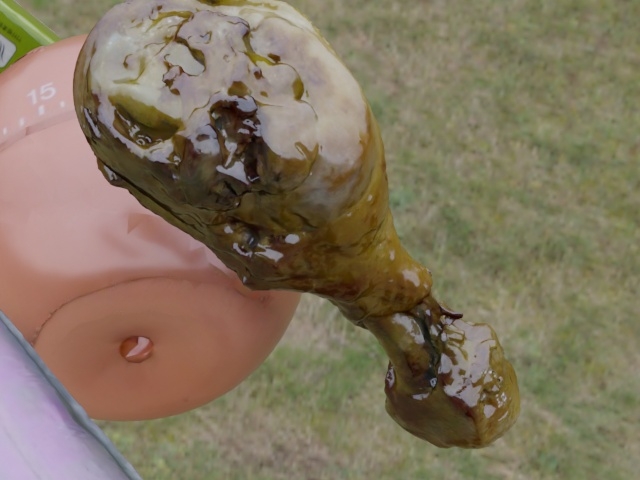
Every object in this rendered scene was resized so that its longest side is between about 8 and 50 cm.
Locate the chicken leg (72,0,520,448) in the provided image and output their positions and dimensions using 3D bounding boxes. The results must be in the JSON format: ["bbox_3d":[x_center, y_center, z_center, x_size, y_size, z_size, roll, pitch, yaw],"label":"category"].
[{"bbox_3d":[0.002,-0.002,0.547,0.087,0.251,0.107,-52,30,-19],"label":"chicken leg"}]

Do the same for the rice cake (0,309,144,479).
[{"bbox_3d":[-0.074,0.066,0.343,0.270,0.055,0.049,49,11,18],"label":"rice cake"}]

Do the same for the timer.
[{"bbox_3d":[-0.119,-0.011,0.830,0.229,0.229,0.215,-1,48,-11],"label":"timer"}]

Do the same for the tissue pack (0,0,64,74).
[{"bbox_3d":[-0.263,-0.099,0.999,0.167,0.274,0.200,-53,42,-3],"label":"tissue pack"}]
